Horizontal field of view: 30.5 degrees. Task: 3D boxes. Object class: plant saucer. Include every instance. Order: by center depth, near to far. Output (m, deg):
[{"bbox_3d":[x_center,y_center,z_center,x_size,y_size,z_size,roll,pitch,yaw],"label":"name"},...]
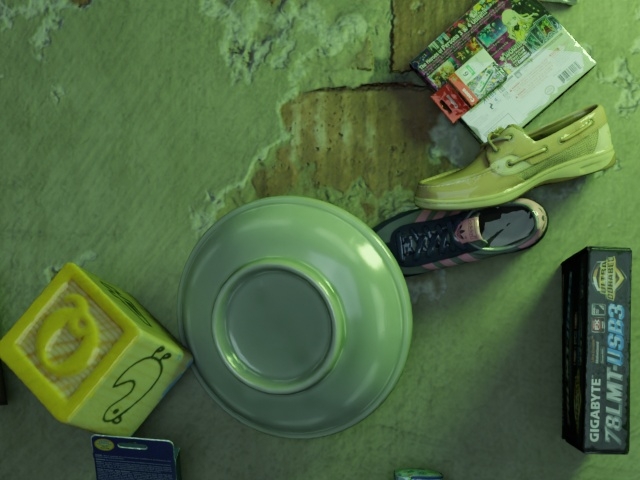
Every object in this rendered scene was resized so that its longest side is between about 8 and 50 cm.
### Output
[{"bbox_3d":[-0.058,0.131,1.863,0.401,0.100,0.400,3,99,17],"label":"plant saucer"}]

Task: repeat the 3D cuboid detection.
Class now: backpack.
[{"bbox_3d":[0.162,0.408,1.870,0.114,0.105,0.084,7,86,0],"label":"backpack"}]

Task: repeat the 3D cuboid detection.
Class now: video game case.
[{"bbox_3d":[0.302,-0.292,1.954,0.232,0.042,0.210,-42,83,1],"label":"video game case"}]

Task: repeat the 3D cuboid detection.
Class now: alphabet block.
[{"bbox_3d":[-0.355,0.180,1.866,0.193,0.197,0.192,38,89,26],"label":"alphabet block"}]

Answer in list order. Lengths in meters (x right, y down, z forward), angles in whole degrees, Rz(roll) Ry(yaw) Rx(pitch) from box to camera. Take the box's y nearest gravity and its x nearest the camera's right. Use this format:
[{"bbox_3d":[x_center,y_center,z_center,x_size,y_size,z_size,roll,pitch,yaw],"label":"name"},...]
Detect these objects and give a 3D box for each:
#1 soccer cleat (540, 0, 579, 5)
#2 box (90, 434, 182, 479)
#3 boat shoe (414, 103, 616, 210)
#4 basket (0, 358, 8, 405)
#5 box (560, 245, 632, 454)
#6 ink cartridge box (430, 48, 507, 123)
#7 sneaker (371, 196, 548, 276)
[{"bbox_3d":[0.392,-0.411,1.961,0.083,0.035,0.029,14,86,6],"label":"soccer cleat"},{"bbox_3d":[-0.290,0.393,1.885,0.136,0.036,0.225,4,123,5],"label":"box"},{"bbox_3d":[0.303,-0.133,1.878,0.341,0.121,0.110,-17,106,-12],"label":"boat shoe"},{"bbox_3d":[-0.616,0.160,1.943,0.204,0.154,0.226,-1,81,4],"label":"basket"},{"bbox_3d":[0.412,0.166,1.776,0.073,0.293,0.295,2,85,4],"label":"box"},{"bbox_3d":[0.242,-0.252,1.919,0.115,0.029,0.063,-40,83,1],"label":"ink cartridge box"},{"bbox_3d":[0.209,-0.013,1.891,0.319,0.131,0.112,-14,85,4],"label":"sneaker"}]
